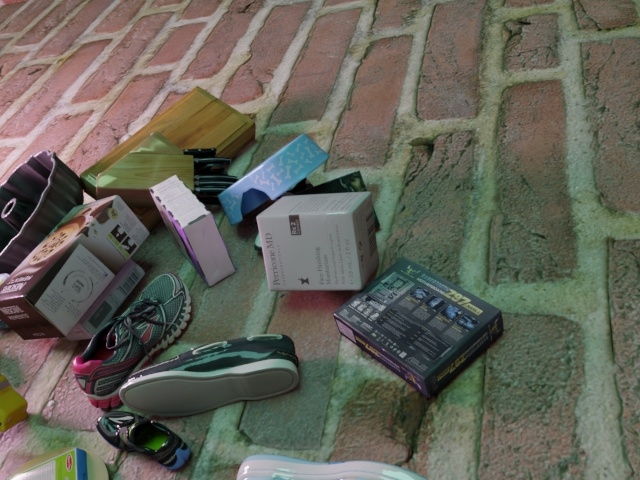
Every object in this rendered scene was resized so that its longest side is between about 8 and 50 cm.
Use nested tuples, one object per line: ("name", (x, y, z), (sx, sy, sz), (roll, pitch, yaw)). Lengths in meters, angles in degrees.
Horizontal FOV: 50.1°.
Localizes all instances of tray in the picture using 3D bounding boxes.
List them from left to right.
("tray", (-0.372, -0.214, 1.714), (0.203, 0.076, 0.411), (33, 59, 16))

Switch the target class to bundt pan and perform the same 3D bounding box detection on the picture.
("bundt pan", (-0.676, -0.045, 1.598), (0.331, 0.124, 0.330), (-25, 45, 28))

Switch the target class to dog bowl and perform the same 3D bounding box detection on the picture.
("dog bowl", (-0.110, -0.131, 1.459), (0.297, 0.074, 0.166), (-28, 12, 45))

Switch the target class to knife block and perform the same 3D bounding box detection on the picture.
("knife block", (-0.336, -0.120, 1.564), (0.242, 0.088, 0.275), (39, 59, 7))

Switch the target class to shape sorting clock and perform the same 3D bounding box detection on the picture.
("shape sorting clock", (-0.437, 0.420, 1.093), (0.206, 0.040, 0.206), (-12, 36, 9))

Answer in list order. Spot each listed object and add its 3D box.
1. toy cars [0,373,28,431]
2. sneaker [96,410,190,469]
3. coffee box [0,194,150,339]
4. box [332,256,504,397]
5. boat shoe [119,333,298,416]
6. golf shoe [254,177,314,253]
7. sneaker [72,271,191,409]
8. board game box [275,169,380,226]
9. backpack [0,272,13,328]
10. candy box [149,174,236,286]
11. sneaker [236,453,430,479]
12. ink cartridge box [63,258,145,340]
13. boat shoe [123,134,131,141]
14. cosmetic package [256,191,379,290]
("toy cars", (-0.682, 0.221, 1.307), (0.394, 0.177, 0.087), (32, 98, 43))
("sneaker", (-0.297, 0.316, 1.130), (0.188, 0.078, 0.067), (11, 48, 32))
("coffee box", (-0.514, 0.054, 1.404), (0.168, 0.118, 0.297), (-10, 37, 38))
("box", (0.164, 0.139, 1.171), (0.183, 0.059, 0.233), (-38, 42, -21))
("boat shoe", (-0.188, 0.227, 1.174), (0.303, 0.114, 0.091), (-5, 41, -2))
("golf shoe", (-0.082, -0.058, 1.467), (0.077, 0.093, 0.198), (18, 53, 35))
("sneaker", (-0.346, 0.169, 1.293), (0.121, 0.112, 0.299), (3, 43, 24))
("board game box", (0.015, -0.057, 1.416), (0.186, 0.126, 0.026), (-21, -3, -2))
("backpack", (-0.686, 0.129, 1.476), (0.105, 0.084, 0.114), (-8, 65, 21))
("candy box", (-0.271, -0.023, 1.441), (0.070, 0.164, 0.196), (-31, 41, -16))
("sneaker", (0.005, 0.399, 0.886), (0.319, 0.127, 0.208), (-7, 38, 29))
("ink cartridge box", (-0.510, 0.130, 1.465), (0.232, 0.066, 0.189), (-14, 35, 40))
("boat shoe", (-0.460, -0.221, 1.815), (0.076, 0.080, 0.228), (-23, 40, -15))
("cosmetic package", (0.000, 0.000, 1.288), (0.184, 0.151, 0.151), (-3, 17, 19))
